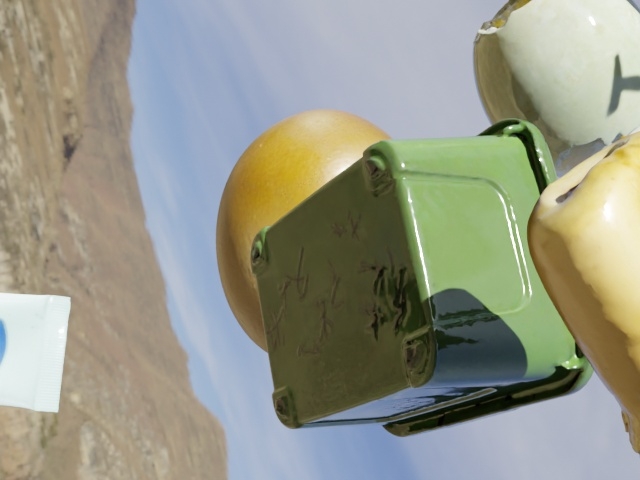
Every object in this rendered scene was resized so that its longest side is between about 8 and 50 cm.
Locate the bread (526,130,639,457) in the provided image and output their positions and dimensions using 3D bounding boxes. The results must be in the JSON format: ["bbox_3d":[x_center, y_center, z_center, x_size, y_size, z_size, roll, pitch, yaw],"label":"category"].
[{"bbox_3d":[0.192,0.025,0.543,0.085,0.134,0.173,-18,-72,48],"label":"bread"}]

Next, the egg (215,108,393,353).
[{"bbox_3d":[0.000,0.000,1.201,0.282,0.283,0.351,-135,-128,-63],"label":"egg"}]

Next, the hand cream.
[{"bbox_3d":[-0.389,0.085,0.788,0.067,0.321,0.109,151,-56,-60],"label":"hand cream"}]

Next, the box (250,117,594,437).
[{"bbox_3d":[0.071,0.047,0.837,0.329,0.178,0.252,-34,-119,53],"label":"box"}]

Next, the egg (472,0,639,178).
[{"bbox_3d":[0.391,-0.239,1.394,0.336,0.278,0.278,57,-10,-14],"label":"egg"}]
